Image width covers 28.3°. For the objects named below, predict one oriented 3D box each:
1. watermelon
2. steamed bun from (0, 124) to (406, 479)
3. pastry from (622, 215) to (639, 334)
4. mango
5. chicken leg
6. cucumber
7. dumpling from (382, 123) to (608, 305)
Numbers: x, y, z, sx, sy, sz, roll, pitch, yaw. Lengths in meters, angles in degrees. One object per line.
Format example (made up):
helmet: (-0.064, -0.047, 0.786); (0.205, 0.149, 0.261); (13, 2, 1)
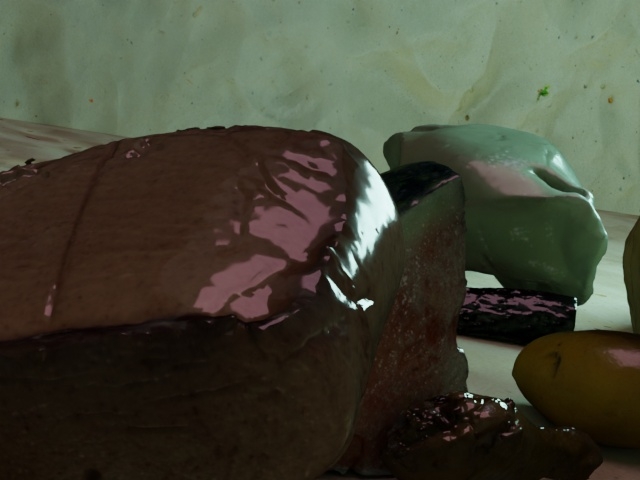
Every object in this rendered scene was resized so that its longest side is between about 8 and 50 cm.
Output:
watermelon: (0.044, 0.075, 0.975); (0.201, 0.262, 0.213); (36, -3, -16)
steamed bun: (-0.105, 0.069, 0.756); (0.301, 0.199, 0.251); (-4, 33, 16)
pastry: (0.481, 0.030, 1.203); (0.388, 0.313, 0.388); (19, 2, -1)
mango: (0.245, 0.125, 1.137); (0.137, 0.098, 0.195); (0, 8, -32)
chicken leg: (0.135, 0.152, 0.918); (0.198, 0.085, 0.069); (13, 17, -35)
cucumber: (0.191, 0.078, 1.490); (0.211, 0.062, 0.078); (10, 9, 2)
dumpling: (0.241, -0.045, 1.658); (0.270, 0.212, 0.321); (35, 21, -27)
